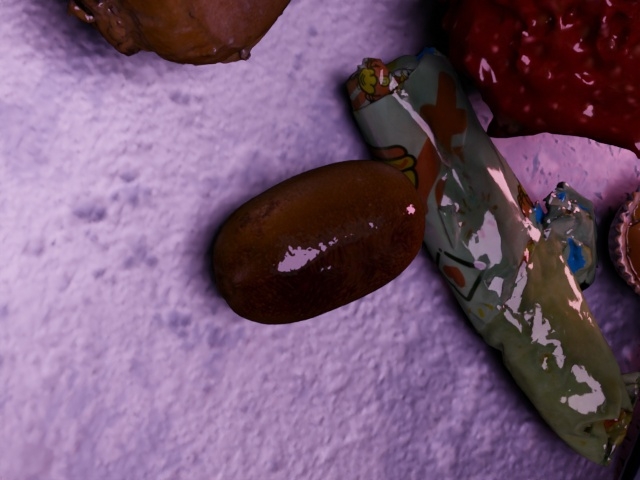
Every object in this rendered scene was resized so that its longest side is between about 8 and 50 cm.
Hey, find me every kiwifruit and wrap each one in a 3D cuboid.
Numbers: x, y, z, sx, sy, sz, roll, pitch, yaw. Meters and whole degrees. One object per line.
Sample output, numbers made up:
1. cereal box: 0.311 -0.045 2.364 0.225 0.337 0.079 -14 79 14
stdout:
1. kiwifruit: 0.000 0.000 0.810 0.124 0.075 0.075 -25 102 -18

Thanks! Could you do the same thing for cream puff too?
1. cream puff: -0.071 -0.168 0.743 0.165 0.115 0.150 -59 149 -20

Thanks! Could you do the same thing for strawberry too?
1. strawberry: 0.171 -0.147 0.814 0.187 0.201 0.184 23 44 -17

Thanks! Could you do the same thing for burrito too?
1. burrito: 0.118 0.001 0.877 0.104 0.054 0.288 -37 105 -21

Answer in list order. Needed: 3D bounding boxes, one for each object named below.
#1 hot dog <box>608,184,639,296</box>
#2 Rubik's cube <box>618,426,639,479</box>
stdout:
1. hot dog: 0.261 -0.009 0.940 0.192 0.053 0.099 -8 92 -25
2. Rubik's cube: 0.304 0.131 0.873 0.167 0.183 0.180 9 107 -23
